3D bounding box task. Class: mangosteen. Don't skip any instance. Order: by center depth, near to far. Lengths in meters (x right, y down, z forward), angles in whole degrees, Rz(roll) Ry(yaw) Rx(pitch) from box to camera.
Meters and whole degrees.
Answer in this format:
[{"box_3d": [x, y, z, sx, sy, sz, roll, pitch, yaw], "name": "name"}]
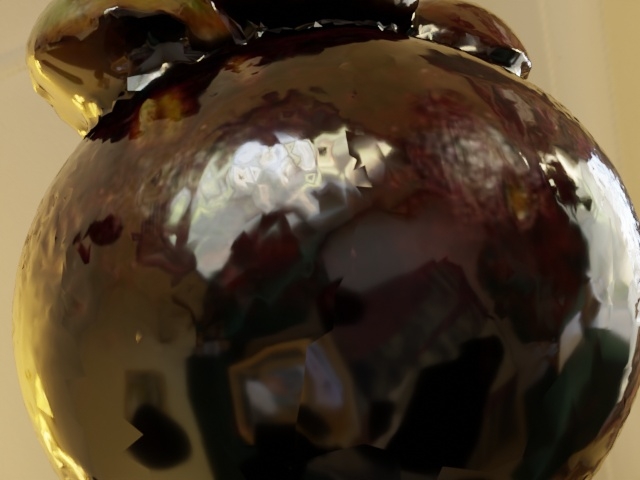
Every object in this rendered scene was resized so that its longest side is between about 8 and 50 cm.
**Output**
[{"box_3d": [0.000, 0.000, 0.565, 0.307, 0.307, 0.346, -7, -99, -33], "name": "mangosteen"}]
